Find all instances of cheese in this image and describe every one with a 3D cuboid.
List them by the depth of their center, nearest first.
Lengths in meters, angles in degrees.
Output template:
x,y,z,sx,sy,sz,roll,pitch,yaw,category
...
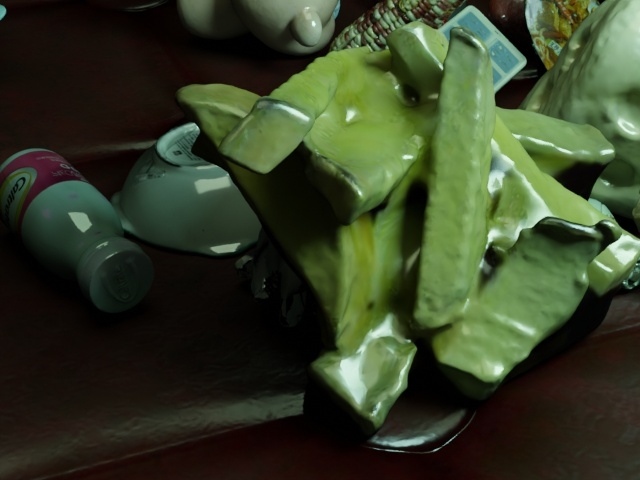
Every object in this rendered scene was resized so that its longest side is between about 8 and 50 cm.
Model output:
x,y,z,sx,sy,sz,roll,pitch,yaw,category
0.298,-0.143,1.239,0.251,0.247,0.173,7,32,24,cheese

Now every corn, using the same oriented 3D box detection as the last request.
x,y,z,sx,sy,sz,roll,pitch,yaw,category
0.109,-0.280,1.493,0.237,0.079,0.079,-36,17,32,corn

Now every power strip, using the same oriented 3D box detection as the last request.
x,y,z,sx,sy,sz,roll,pitch,yaw,category
0.128,-0.170,1.415,0.106,0.043,0.367,45,45,2,power strip

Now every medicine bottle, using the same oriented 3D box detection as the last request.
x,y,z,sx,sy,sz,roll,pitch,yaw,category
-0.241,-0.010,1.177,0.090,0.090,0.217,-21,38,-28,medicine bottle

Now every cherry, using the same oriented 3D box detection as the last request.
x,y,z,sx,sy,sz,roll,pitch,yaw,category
0.303,-0.313,1.648,0.107,0.090,0.225,6,13,38,cherry

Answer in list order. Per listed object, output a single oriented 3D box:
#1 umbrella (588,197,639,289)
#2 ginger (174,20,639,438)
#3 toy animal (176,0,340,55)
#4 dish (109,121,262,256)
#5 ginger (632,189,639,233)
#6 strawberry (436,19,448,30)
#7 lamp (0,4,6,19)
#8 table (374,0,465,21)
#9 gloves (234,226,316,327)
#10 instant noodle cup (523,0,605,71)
x,y,z,sx,sy,sz,roll,pitch,yaw,category
0.265,-0.002,1.185,0.067,0.062,0.143,-41,42,-3,umbrella
0.098,-0.045,1.013,0.413,0.211,0.358,-4,59,-17,ginger
-0.078,-0.355,1.604,0.221,0.210,0.229,8,-1,0,toy animal
-0.122,-0.079,1.292,0.224,0.078,0.246,-9,34,-10,dish
0.356,0.015,1.118,0.069,0.095,0.190,-20,43,-24,ginger
0.154,-0.255,1.570,0.083,0.073,0.073,8,31,-11,strawberry
-0.556,-0.291,1.568,0.284,0.147,0.209,-3,30,-19,lamp
0.143,-0.353,1.739,0.133,0.043,0.133,-1,33,0,table
0.003,-0.007,1.156,0.128,0.111,0.212,23,32,25,gloves
0.395,-0.297,1.500,0.230,0.230,0.182,24,32,33,instant noodle cup
